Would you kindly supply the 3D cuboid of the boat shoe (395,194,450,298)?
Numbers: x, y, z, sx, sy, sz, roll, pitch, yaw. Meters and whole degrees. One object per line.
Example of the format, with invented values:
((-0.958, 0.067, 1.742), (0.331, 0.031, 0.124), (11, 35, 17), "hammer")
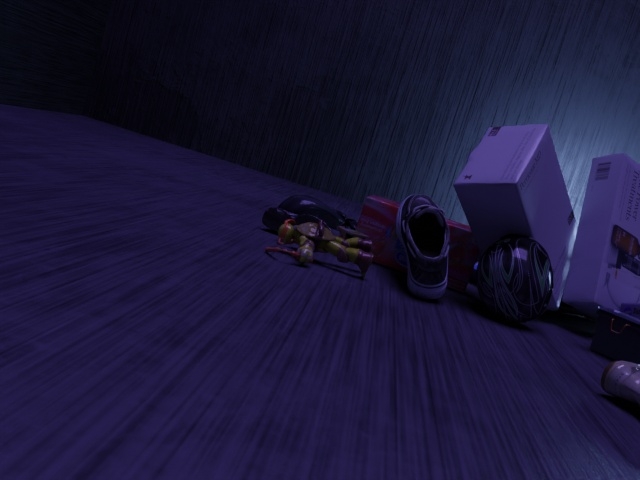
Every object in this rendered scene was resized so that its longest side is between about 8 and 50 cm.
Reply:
((0.235, -0.019, 1.568), (0.121, 0.119, 0.335), (3, 36, -4), "boat shoe")

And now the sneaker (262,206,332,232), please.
((-0.047, -0.032, 1.740), (0.178, 0.072, 0.077), (25, -1, 16), "sneaker")

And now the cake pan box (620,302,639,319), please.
((0.833, 0.191, 1.564), (0.266, 0.070, 0.245), (12, -4, -14), "cake pan box")

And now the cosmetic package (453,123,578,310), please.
((0.463, -0.051, 1.660), (0.156, 0.217, 0.385), (5, -42, 39), "cosmetic package")

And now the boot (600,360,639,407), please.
((0.555, 0.244, 1.081), (0.213, 0.077, 0.165), (10, 9, -14), "boot")

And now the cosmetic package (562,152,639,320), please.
((0.744, 0.021, 1.753), (0.284, 0.378, 0.097), (26, -17, -32), "cosmetic package")

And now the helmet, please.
((0.407, 0.084, 1.522), (0.169, 0.170, 0.162), (19, 42, 14), "helmet")

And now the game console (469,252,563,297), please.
((0.564, 0.057, 1.939), (0.341, 0.060, 0.386), (-17, 21, -21), "game console")

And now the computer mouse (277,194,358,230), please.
((-0.004, -0.092, 2.218), (0.272, 0.072, 0.188), (12, 10, -33), "computer mouse")

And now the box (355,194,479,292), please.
((0.237, 0.005, 1.786), (0.299, 0.154, 0.142), (20, 9, 9), "box")

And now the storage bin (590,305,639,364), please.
((0.612, 0.200, 1.459), (0.098, 0.091, 0.135), (10, 10, -42), "storage bin")

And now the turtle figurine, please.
((0.000, 0.000, 1.528), (0.217, 0.087, 0.269), (17, 8, -5), "turtle figurine")

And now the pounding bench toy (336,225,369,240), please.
((0.061, 0.006, 1.699), (0.052, 0.065, 0.083), (10, 10, -37), "pounding bench toy")

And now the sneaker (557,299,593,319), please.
((0.722, 0.174, 1.917), (0.313, 0.136, 0.116), (2, 48, 4), "sneaker")
